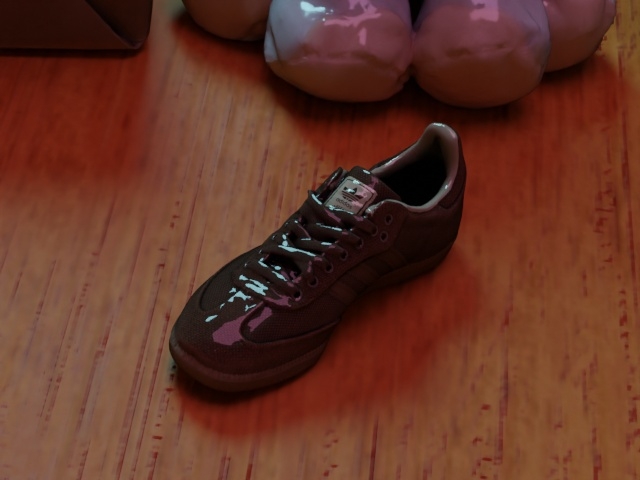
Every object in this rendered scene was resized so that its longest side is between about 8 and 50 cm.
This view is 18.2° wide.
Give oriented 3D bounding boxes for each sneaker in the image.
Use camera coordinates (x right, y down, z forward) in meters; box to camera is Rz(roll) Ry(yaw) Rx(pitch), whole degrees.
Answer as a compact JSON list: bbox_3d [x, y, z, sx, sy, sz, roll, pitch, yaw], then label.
[{"bbox_3d":[0.000,0.000,0.931,0.066,0.071,0.188,31,42,24],"label":"sneaker"}]

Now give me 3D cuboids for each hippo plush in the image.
[{"bbox_3d":[0.069,-0.230,1.103,0.234,0.236,0.294,24,40,18],"label":"hippo plush"}]

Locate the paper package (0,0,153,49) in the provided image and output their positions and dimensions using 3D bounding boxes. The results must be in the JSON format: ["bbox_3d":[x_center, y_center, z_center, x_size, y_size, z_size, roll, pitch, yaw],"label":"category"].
[{"bbox_3d":[-0.251,-0.262,1.130,0.309,0.168,0.325,-2,40,-12],"label":"paper package"}]
